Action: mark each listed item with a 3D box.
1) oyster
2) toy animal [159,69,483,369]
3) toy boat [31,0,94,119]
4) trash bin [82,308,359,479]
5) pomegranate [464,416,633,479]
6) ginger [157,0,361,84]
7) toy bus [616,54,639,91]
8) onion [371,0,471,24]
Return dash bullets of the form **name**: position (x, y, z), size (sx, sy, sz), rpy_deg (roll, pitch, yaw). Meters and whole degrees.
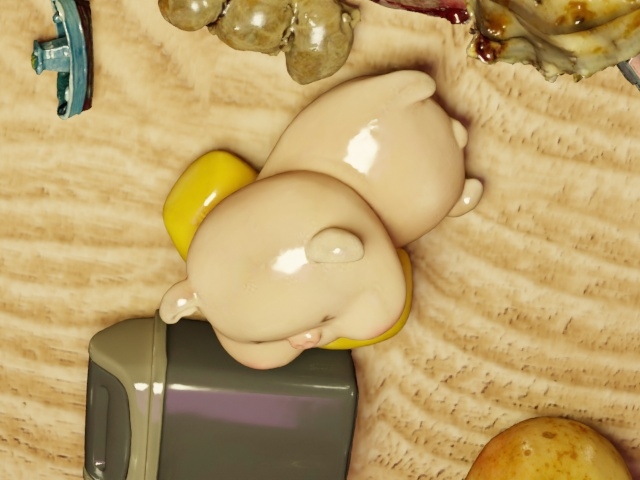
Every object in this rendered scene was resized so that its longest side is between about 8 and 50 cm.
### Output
- **oyster**: position (0.277, -0.250, 1.536), size (0.337, 0.133, 0.198), rpy_deg (0, 105, -12)
- **toy animal**: position (0.015, 0.016, 1.668), size (0.345, 0.247, 0.277), rpy_deg (-28, 110, 14)
- **toy boat**: position (-0.266, -0.192, 1.684), size (0.060, 0.060, 0.137), rpy_deg (-5, 120, -19)
- **trash bin**: position (-0.112, 0.194, 1.798), size (0.290, 0.182, 0.209), rpy_deg (4, 114, -5)
- **pomegranate**: position (0.251, 0.311, 1.821), size (0.215, 0.215, 0.215), rpy_deg (1, 115, 2)
- **ginger**: position (-0.065, -0.225, 1.653), size (0.204, 0.080, 0.104), rpy_deg (20, 119, -9)
- **toy bus**: position (0.343, -0.178, 1.666), size (0.077, 0.079, 0.174), rpy_deg (-38, 109, 7)
- **onion**: position (0.118, -0.282, 1.610), size (0.205, 0.098, 0.151), rpy_deg (-3, 116, 4)
